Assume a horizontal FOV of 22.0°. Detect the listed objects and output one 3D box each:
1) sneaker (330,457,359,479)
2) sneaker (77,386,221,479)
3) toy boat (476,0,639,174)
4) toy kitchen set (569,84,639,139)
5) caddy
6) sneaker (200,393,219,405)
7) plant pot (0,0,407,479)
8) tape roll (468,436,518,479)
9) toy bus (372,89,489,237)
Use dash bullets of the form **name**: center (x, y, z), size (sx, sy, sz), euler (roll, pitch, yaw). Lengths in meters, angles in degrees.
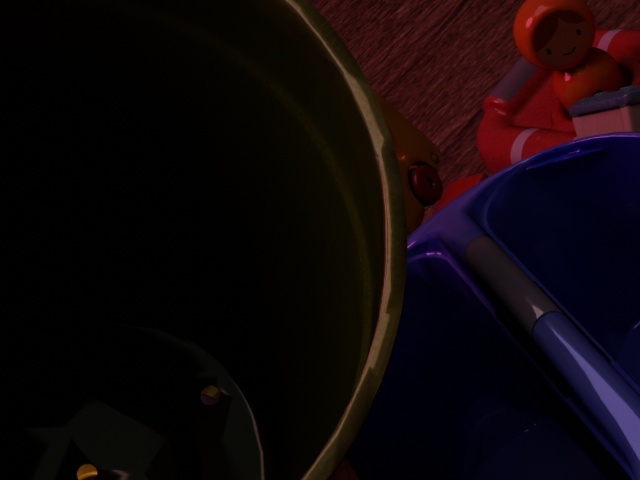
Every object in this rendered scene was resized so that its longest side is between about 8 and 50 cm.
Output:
- **sneaker**: center (-0.010, 0.110, 1.189), size (0.121, 0.108, 0.302), euler (-21, 28, 40)
- **sneaker**: center (-0.183, 0.176, 1.321), size (0.295, 0.109, 0.123), euler (-26, 5, 31)
- **toy boat**: center (0.197, -0.121, 1.215), size (0.151, 0.151, 0.231), euler (-50, 29, -18)
- **toy kitchen set**: center (0.287, -0.111, 1.062), size (0.207, 0.122, 0.166), euler (-12, 2, -18)
- **caddy**: center (0.135, 0.073, 0.824), size (0.241, 0.179, 0.341), euler (-40, 28, 2)
- **sneaker**: center (-0.102, 0.248, 1.107), size (0.131, 0.112, 0.319), euler (5, 54, 33)
- **plant pot**: center (-0.145, 0.074, 0.843), size (0.367, 0.353, 0.366), euler (0, 64, 0)
- **tape roll**: center (0.210, 0.118, 0.934), size (0.392, 0.072, 0.392), euler (-29, 30, 18)
- **toy bus**: center (0.000, -0.007, 1.078), size (0.191, 0.104, 0.202), euler (-49, 22, 0)
